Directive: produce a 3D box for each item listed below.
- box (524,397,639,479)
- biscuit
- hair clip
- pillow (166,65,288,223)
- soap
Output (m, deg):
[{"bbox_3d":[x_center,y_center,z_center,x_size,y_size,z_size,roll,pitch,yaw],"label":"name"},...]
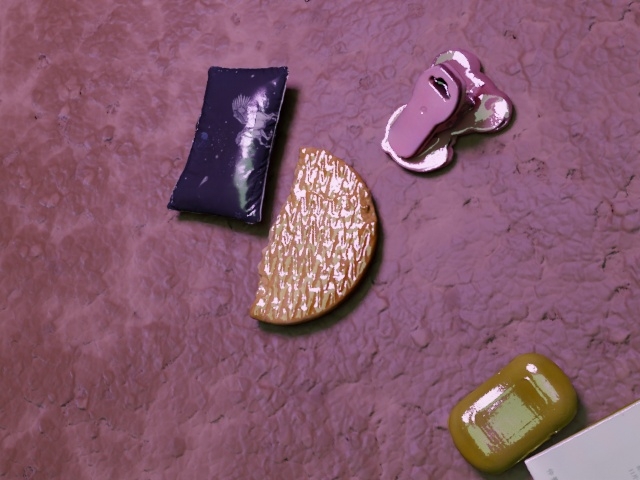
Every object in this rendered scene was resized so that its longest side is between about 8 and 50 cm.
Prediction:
[{"bbox_3d":[0.340,0.291,0.874,0.175,0.062,0.260,-31,66,10],"label":"box"},{"bbox_3d":[0.000,0.000,1.097,0.144,0.033,0.224,11,80,21],"label":"biscuit"},{"bbox_3d":[0.147,-0.150,1.086,0.123,0.102,0.138,50,128,26],"label":"hair clip"},{"bbox_3d":[-0.113,-0.128,1.162,0.141,0.055,0.208,8,78,29],"label":"pillow"},{"bbox_3d":[0.204,0.184,0.963,0.140,0.045,0.089,-39,69,5],"label":"soap"}]
